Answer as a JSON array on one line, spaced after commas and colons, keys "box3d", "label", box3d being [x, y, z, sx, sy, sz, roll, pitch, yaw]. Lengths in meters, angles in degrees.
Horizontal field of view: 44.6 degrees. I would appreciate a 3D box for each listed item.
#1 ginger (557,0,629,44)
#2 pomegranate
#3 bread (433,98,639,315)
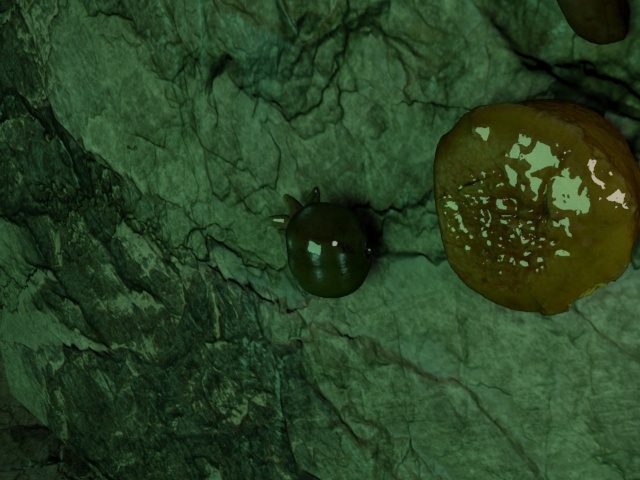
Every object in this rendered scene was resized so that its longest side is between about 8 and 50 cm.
[{"box3d": [0.218, -0.338, 0.813, 0.309, 0.107, 0.133, 43, 123, 12], "label": "ginger"}, {"box3d": [0.000, 0.000, 1.232, 0.191, 0.131, 0.151, 44, 149, 51], "label": "pomegranate"}, {"box3d": [0.257, -0.047, 0.922, 0.269, 0.146, 0.268, 22, 128, 30], "label": "bread"}]
